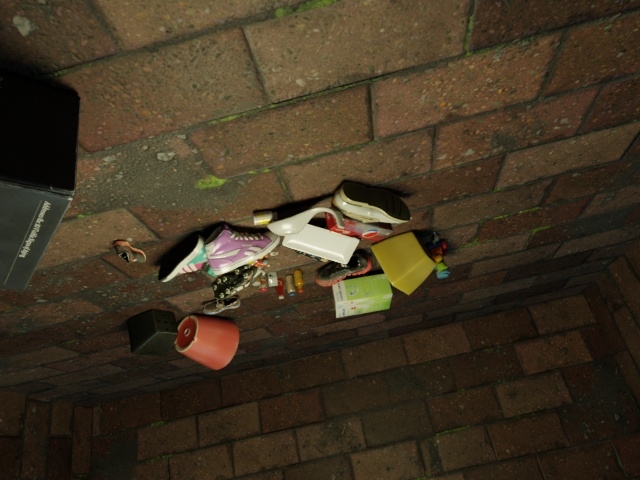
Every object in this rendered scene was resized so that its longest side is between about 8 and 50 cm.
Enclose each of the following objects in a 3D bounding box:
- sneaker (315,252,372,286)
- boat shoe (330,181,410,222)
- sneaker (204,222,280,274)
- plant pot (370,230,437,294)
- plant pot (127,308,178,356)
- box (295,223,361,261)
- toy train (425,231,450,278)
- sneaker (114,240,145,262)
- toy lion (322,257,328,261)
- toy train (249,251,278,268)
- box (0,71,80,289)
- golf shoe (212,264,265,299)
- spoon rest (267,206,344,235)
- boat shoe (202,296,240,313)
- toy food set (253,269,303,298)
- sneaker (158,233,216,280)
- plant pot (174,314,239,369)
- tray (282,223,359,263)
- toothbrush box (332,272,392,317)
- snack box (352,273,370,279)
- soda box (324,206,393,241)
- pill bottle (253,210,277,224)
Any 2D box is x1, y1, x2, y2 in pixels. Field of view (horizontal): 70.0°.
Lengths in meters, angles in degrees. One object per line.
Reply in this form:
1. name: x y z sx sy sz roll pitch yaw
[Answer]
1. sneaker: 0.089 0.125 2.065 0.276 0.097 0.135 -22 152 14
2. boat shoe: 0.178 -0.121 1.621 0.302 0.113 0.103 18 146 -25
3. sneaker: -0.283 -0.004 1.658 0.282 0.102 0.161 -28 116 -26
4. plant pot: 0.381 0.084 2.008 0.187 0.212 0.212 -35 147 16
5. plant pot: -0.803 0.437 2.227 0.167 0.187 0.188 -40 144 22
6. box: 0.029 0.006 1.858 0.220 0.051 0.175 -29 148 30
7. toy train: 0.542 0.073 2.100 0.105 0.143 0.248 -17 153 9
8. sneaker: -0.689 0.059 1.647 0.061 0.064 0.158 -17 153 9
9. toy lion: 0.052 0.043 1.851 0.100 0.034 0.096 -11 147 -2
10. toy train: -0.246 0.064 1.868 0.125 0.046 0.166 3 153 -30
11. box: -0.829 -0.132 0.964 0.472 0.297 0.480 14 143 -38
12. golf shoe: -0.360 0.189 2.001 0.273 0.105 0.120 -29 156 31
13. spoon rest: -0.055 -0.068 1.605 0.276 0.084 0.137 -6 174 18
14. boat shoe: -0.482 0.304 2.221 0.183 0.066 0.066 -14 150 -18
15. toy food set: -0.197 0.211 2.102 0.232 0.104 0.111 -5 152 -13
16. sneaker: -0.477 0.091 1.747 0.295 0.123 0.178 -33 137 33
17. plant pot: -0.604 0.512 2.382 0.275 0.275 0.243 -28 139 29
18. tray: 0.000 0.000 1.756 0.270 0.030 0.145 17 134 -9
19. toothbrush box: 0.206 0.280 2.307 0.283 0.122 0.206 -8 150 -2
20. snack box: 0.227 0.225 2.380 0.100 0.037 0.141 -22 150 21
21. soda box: 0.147 -0.069 1.727 0.263 0.083 0.092 12 144 -38
22. pill bottle: -0.194 -0.081 1.605 0.083 0.043 0.043 -7 153 -8
